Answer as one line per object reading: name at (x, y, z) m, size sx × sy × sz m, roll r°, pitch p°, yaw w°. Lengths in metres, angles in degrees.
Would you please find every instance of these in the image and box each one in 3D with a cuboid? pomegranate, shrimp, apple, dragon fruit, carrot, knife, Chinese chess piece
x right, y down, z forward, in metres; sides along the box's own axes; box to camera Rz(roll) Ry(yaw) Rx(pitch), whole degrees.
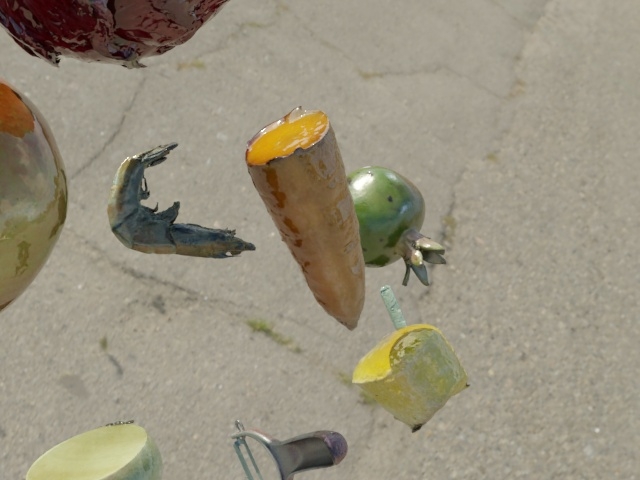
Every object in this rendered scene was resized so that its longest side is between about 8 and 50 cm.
pomegranate at (0.114, -0.020, 1.459) m, size 0.224 × 0.181 × 0.181 m, roll 41°, pitch 33°, yaw 24°
shrimp at (-0.169, -0.050, 1.089) m, size 0.195 × 0.035 × 0.147 m, roll 8°, pitch 69°, yaw -25°
apple at (-0.445, -0.053, 0.906) m, size 0.277 × 0.319 × 0.319 m, roll 13°, pitch 34°, yaw -50°
dragon fruit at (-0.235, -0.337, 0.921) m, size 0.329 × 0.329 × 0.329 m, roll 21°, pitch 34°, yaw -15°
carrot at (0.000, 0.000, 0.672) m, size 0.072 × 0.205 × 0.072 m, roll -12°, pitch 36°, yaw 9°
knife at (-0.033, 0.258, 1.068) m, size 0.053 × 0.278 × 0.123 m, roll -27°, pitch 84°, yaw -32°
Chinese chess piece at (-0.379, 0.400, 1.465) m, size 0.238 × 0.238 × 0.092 m, roll -40°, pitch 118°, yaw -56°

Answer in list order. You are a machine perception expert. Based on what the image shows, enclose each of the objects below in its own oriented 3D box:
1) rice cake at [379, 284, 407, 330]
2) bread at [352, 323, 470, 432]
rice cake at (0.163, 0.172, 1.758) m, size 0.029 × 0.033 × 0.170 m, roll -23°, pitch 80°, yaw -4°
bread at (0.168, 0.250, 1.615) m, size 0.170 × 0.197 × 0.197 m, roll 54°, pitch 36°, yaw 6°
